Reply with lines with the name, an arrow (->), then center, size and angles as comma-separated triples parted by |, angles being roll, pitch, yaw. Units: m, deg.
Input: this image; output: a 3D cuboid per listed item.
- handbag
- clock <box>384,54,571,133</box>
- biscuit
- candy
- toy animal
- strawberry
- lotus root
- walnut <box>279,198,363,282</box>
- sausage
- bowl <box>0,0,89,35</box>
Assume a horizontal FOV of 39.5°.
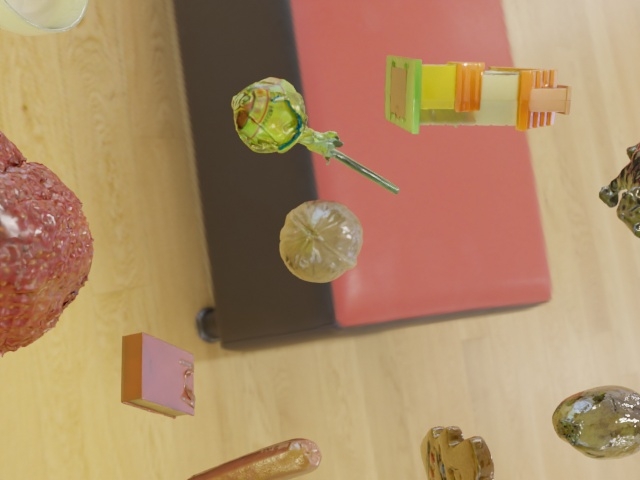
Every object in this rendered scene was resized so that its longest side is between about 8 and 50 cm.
handbag -> -0.300, 0.256, 1.668 | 0.190, 0.063, 0.127 | 43, 38, -60
clock -> 0.243, -0.232, 1.393 | 0.255, 0.220, 0.106 | -1, 104, -7
biscuit -> 0.229, 0.423, 1.494 | 0.043, 0.301, 0.278 | -13, 104, -14
candy -> 0.006, -0.107, 1.027 | 0.262, 0.077, 0.073 | 26, 26, -41
toy animal -> 0.456, -0.082, 1.178 | 0.106, 0.168, 0.343 | 43, 30, 4
strawberry -> -0.375, 0.005, 0.977 | 0.250, 0.288, 0.238 | 36, 75, -17
lotus root -> 0.335, 0.211, 1.043 | 0.179, 0.089, 0.080 | 8, 109, -48
walnut -> 0.001, 0.001, 1.451 | 0.162, 0.140, 0.140 | 30, 57, -61
sausage -> -0.064, 0.199, 0.755 | 0.030, 0.147, 0.035 | -6, 74, -67
bowl -> -0.614, -0.534, 1.797 | 0.277, 0.145, 0.277 | 30, 54, -53
